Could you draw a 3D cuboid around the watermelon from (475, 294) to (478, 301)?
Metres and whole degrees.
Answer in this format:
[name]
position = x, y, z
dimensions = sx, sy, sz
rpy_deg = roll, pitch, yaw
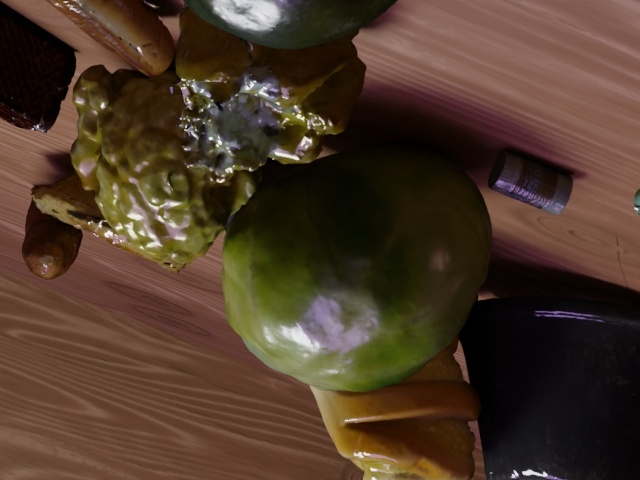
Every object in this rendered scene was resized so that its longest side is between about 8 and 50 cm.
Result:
[watermelon]
position = 0.138, 0.072, 2.266
dimensions = 0.145, 0.137, 0.193
rpy_deg = 51, 178, 21

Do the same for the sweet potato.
[sweet potato]
position = -0.441, 0.005, 2.499
dimensions = 0.106, 0.095, 0.354
rpy_deg = 61, 179, -22

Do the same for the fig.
[fig]
position = -0.021, -0.214, 1.098
dimensions = 0.195, 0.195, 0.245
rpy_deg = 19, 158, 0

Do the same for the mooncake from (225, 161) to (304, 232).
[mooncake]
position = 0.000, 0.000, 2.052
dimensions = 0.283, 0.141, 0.283
rpy_deg = 20, 165, 5

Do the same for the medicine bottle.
[medicine bottle]
position = 0.231, -0.064, 1.668
dimensions = 0.083, 0.047, 0.047
rpy_deg = 21, 167, -11

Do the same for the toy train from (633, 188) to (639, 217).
[toy train]
position = 0.401, -0.035, 1.509
dimensions = 0.118, 0.074, 0.176
rpy_deg = 23, 165, -30

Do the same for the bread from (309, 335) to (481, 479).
[bread]
position = 0.119, 0.217, 2.075
dimensions = 0.211, 0.270, 0.316
rpy_deg = -28, 166, 10

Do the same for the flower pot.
[flower pot]
position = 0.361, 0.238, 2.167
dimensions = 0.379, 0.251, 0.379
rpy_deg = 9, 163, 3

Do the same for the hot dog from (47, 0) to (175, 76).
[hot dog]
position = -0.224, -0.248, 1.509
dimensions = 0.104, 0.076, 0.250
rpy_deg = 33, 174, 38

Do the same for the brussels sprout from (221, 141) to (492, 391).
[brussels sprout]
position = 0.039, 0.033, 1.732
dimensions = 0.268, 0.344, 0.344
rpy_deg = 64, 161, -1

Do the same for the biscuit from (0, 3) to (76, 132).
[biscuit]
position = -0.442, -0.249, 1.712
dimensions = 0.073, 0.107, 0.388
rpy_deg = 6, 162, 44

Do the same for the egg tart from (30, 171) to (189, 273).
[egg tart]
position = -0.316, -0.043, 2.381
dimensions = 0.291, 0.107, 0.291
rpy_deg = 23, 176, 2

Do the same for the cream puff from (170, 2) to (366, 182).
[cream puff]
position = -0.047, -0.163, 1.422
dimensions = 0.195, 0.194, 0.221
rpy_deg = 18, 155, 3

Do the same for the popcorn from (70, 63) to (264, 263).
[popcorn]
position = -0.189, -0.106, 1.774
dimensions = 0.251, 0.206, 0.237
rpy_deg = 47, 175, -12
